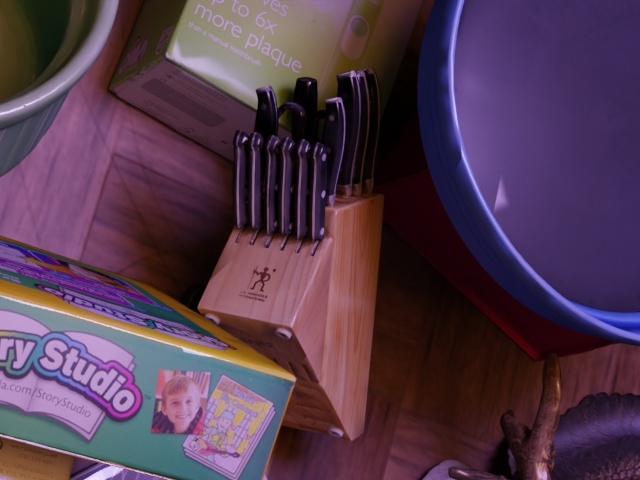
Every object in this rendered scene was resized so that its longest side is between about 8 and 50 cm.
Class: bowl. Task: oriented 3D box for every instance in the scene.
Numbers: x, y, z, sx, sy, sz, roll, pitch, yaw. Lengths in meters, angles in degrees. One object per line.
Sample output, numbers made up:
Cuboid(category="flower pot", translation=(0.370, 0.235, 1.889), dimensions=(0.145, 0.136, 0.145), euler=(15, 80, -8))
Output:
Cuboid(category="bowl", translation=(0.250, -0.107, 1.617), dimensions=(0.391, 0.077, 0.391), euler=(5, 80, -28))

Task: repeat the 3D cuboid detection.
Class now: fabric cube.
Cuboid(category="fabric cube", translation=(0.244, -0.078, 1.799), dimensions=(0.254, 0.259, 0.258), euler=(44, 62, -17))

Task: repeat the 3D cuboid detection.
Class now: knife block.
Cuboid(category="knife block", translation=(0.000, 0.000, 1.641), dimensions=(0.242, 0.088, 0.275), euler=(-65, 151, -27))

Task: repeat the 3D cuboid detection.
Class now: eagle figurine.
Cuboid(category="eagle figurine", translation=(0.253, 0.251, 1.805), dimensions=(0.226, 0.225, 0.298), euler=(-52, 148, 12))

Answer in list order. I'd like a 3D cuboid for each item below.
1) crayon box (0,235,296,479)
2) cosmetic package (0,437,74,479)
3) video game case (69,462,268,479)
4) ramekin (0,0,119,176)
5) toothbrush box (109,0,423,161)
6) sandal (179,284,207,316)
Cuboid(category="crayon box", translation=(-0.244, 0.062, 1.443), dimensions=(0.363, 0.313, 0.106), euler=(18, 94, -26))
Cuboid(category="cosmetic package", translation=(-0.299, 0.250, 1.428), dimensions=(0.138, 0.224, 0.224), euler=(16, 72, -27))
Cuboid(category="video game case", translation=(-0.110, 0.259, 1.657), dimensions=(0.183, 0.023, 0.201), euler=(-25, 93, -32))
Cuboid(category="ramekin", translation=(-0.314, -0.175, 1.488), dimensions=(0.303, 0.148, 0.303), euler=(9, 58, -16))
Cuboid(category="toothbrush box", translation=(-0.030, -0.215, 1.749), dimensions=(0.206, 0.122, 0.283), euler=(30, 65, -22))
Cuboid(category="sandal", translation=(-0.060, 0.068, 1.709), dimensions=(0.179, 0.040, 0.067), euler=(14, 88, -43))
